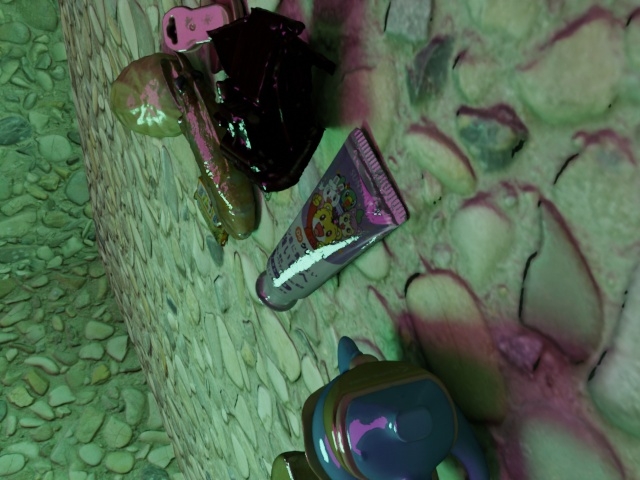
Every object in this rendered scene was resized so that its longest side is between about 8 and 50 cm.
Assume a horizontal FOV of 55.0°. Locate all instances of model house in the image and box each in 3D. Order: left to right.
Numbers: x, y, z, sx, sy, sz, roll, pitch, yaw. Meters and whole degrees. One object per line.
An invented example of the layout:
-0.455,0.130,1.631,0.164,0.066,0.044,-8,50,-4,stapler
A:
-0.075,-0.170,0.688,0.203,0.141,0.164,30,152,51,model house

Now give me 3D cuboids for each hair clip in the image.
-0.146,-0.311,0.890,0.138,0.102,0.123,-4,105,31,hair clip

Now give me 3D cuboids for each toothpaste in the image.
0.000,0.000,0.734,0.114,0.073,0.299,65,146,18,toothpaste

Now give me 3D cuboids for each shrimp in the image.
-0.180,-0.146,0.990,0.168,0.077,0.318,16,127,61,shrimp

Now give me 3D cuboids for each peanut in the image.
-0.308,-0.260,1.124,0.313,0.152,0.152,25,126,61,peanut

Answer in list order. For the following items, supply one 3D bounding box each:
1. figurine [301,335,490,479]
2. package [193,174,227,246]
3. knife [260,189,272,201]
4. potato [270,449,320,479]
0.064,0.199,0.606,0.180,0.153,0.262,50,170,-6,figurine
-0.201,-0.060,1.149,0.121,0.031,0.108,60,153,16,package
-0.079,-0.136,0.857,0.078,0.022,0.166,49,147,30,knife
0.015,0.421,0.895,0.269,0.111,0.256,-12,90,62,potato
